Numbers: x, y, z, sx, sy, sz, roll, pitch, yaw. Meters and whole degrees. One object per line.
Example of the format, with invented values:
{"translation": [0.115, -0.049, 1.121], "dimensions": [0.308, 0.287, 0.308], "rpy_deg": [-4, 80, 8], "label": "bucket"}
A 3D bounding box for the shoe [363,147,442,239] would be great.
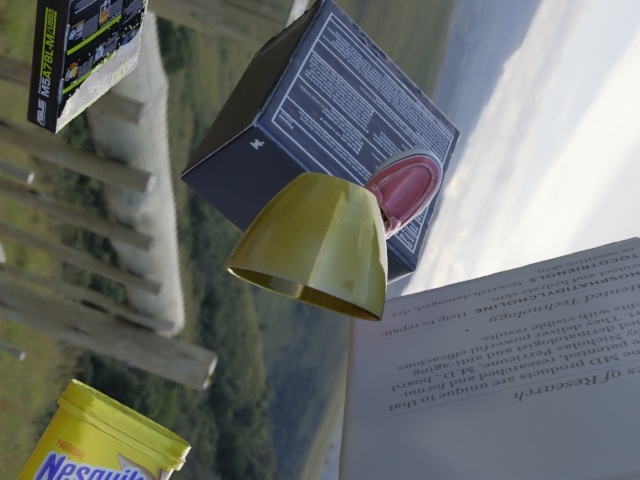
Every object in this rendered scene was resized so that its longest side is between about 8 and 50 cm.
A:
{"translation": [0.048, -0.015, 0.899], "dimensions": [0.178, 0.063, 0.081], "rpy_deg": [-39, -166, 13], "label": "shoe"}

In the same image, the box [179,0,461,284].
{"translation": [0.010, -0.120, 1.296], "dimensions": [0.183, 0.296, 0.294], "rpy_deg": [-29, -153, 42], "label": "box"}

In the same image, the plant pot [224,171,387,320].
{"translation": [0.000, 0.000, 0.763], "dimensions": [0.134, 0.134, 0.095], "rpy_deg": [102, 6, -80], "label": "plant pot"}

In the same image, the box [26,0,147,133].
{"translation": [-0.254, -0.241, 1.044], "dimensions": [0.190, 0.045, 0.184], "rpy_deg": [-59, 174, -49], "label": "box"}

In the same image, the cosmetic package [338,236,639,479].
{"translation": [0.215, 0.242, 0.837], "dimensions": [0.393, 0.328, 0.329], "rpy_deg": [-81, 155, -69], "label": "cosmetic package"}

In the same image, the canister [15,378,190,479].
{"translation": [-0.213, 0.229, 0.832], "dimensions": [0.169, 0.126, 0.073], "rpy_deg": [-60, -171, -9], "label": "canister"}
